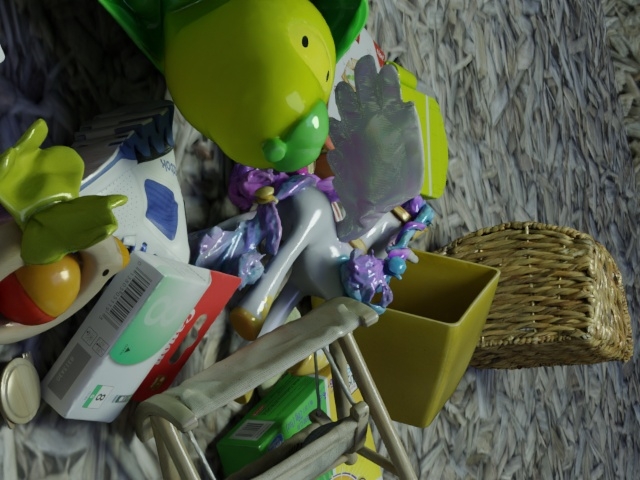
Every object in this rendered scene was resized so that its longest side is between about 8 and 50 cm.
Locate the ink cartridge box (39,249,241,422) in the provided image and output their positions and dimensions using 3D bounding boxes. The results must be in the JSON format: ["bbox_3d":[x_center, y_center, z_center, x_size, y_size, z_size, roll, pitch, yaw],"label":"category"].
[{"bbox_3d":[-0.170,0.109,1.529,0.181,0.056,0.224,-55,151,8],"label":"ink cartridge box"}]

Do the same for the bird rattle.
[{"bbox_3d":[-0.266,0.037,1.265,0.143,0.253,0.207,46,3,27],"label":"bird rattle"}]

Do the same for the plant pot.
[{"bbox_3d":[0.114,0.138,2.054,0.212,0.212,0.187,-42,141,-59],"label":"plant pot"}]

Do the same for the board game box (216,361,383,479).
[{"bbox_3d":[-0.008,0.334,1.868,0.242,0.064,0.316,-42,124,-50],"label":"board game box"}]

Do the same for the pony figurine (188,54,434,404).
[{"bbox_3d":[-0.016,-0.025,1.779,0.363,0.303,0.351,-44,126,-32],"label":"pony figurine"}]

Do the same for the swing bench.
[{"bbox_3d":[-0.052,0.217,1.612,0.253,0.165,0.255,-27,114,-26],"label":"swing bench"}]

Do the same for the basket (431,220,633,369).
[{"bbox_3d":[0.345,0.091,2.415,0.223,0.299,0.213,25,62,-58],"label":"basket"}]

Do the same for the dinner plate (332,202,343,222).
[{"bbox_3d":[0.000,0.000,2.046,0.141,0.017,0.141,23,64,-60],"label":"dinner plate"}]

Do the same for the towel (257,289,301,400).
[{"bbox_3d":[-0.054,0.141,1.897,0.110,0.027,0.148,68,30,-28],"label":"towel"}]

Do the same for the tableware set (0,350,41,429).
[{"bbox_3d":[-0.321,0.132,1.365,0.169,0.020,0.141,-52,131,-55],"label":"tableware set"}]

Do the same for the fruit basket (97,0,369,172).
[{"bbox_3d":[-0.081,-0.236,1.526,0.283,0.392,0.392,-53,141,-9],"label":"fruit basket"}]

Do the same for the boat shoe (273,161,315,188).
[{"bbox_3d":[-0.039,-0.060,1.941,0.060,0.064,0.178,-7,89,-33],"label":"boat shoe"}]

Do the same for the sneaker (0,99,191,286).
[{"bbox_3d":[-0.212,-0.013,1.492,0.315,0.127,0.182,-49,127,-58],"label":"sneaker"}]

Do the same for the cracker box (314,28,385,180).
[{"bbox_3d":[0.024,-0.202,2.077,0.156,0.067,0.232,43,47,-54],"label":"cracker box"}]

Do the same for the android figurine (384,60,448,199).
[{"bbox_3d":[0.133,-0.154,2.302,0.273,0.056,0.248,10,76,-63],"label":"android figurine"}]

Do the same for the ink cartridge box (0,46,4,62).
[{"bbox_3d":[-0.368,-0.111,1.271,0.275,0.060,0.239,-53,130,-54],"label":"ink cartridge box"}]
